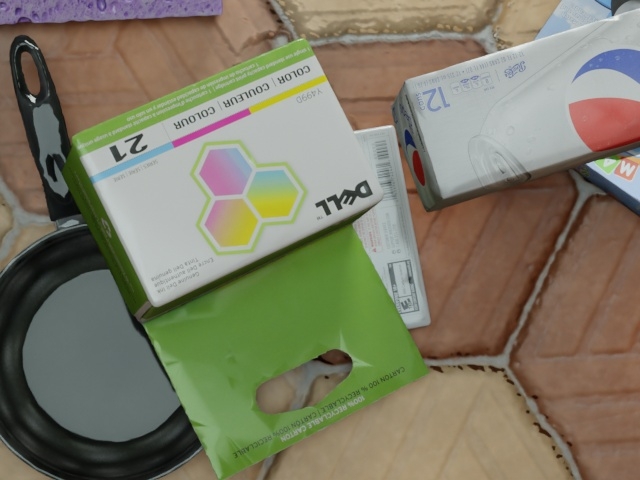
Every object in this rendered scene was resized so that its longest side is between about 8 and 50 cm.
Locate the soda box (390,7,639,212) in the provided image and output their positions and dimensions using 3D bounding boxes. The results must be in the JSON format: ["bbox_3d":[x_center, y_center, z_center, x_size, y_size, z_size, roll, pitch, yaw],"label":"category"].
[{"bbox_3d":[0.201,-0.107,1.138,0.286,0.098,0.091,-17,85,-5],"label":"soda box"}]

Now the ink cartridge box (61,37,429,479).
[{"bbox_3d":[-0.042,0.014,1.114,0.189,0.097,0.255,-26,85,-16],"label":"ink cartridge box"}]

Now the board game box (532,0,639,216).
[{"bbox_3d":[0.253,-0.144,1.214,0.160,0.039,0.211,35,83,1],"label":"board game box"}]

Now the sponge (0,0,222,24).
[{"bbox_3d":[-0.180,-0.222,1.170,0.210,0.031,0.117,-3,117,-4],"label":"sponge"}]

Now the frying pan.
[{"bbox_3d":[-0.196,0.033,1.158,0.197,0.053,0.326,-38,86,-9],"label":"frying pan"}]

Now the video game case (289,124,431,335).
[{"bbox_3d":[0.000,0.000,1.191,0.143,0.019,0.157,-10,85,-4],"label":"video game case"}]
